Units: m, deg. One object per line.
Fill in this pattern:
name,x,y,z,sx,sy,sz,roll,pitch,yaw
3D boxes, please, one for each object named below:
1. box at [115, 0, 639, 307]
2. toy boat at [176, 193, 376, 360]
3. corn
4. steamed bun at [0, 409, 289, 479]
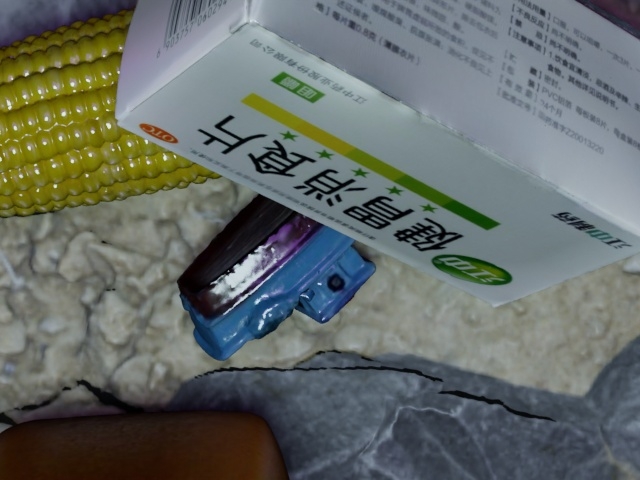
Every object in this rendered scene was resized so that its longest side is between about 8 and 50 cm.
box,0.059,-0.094,1.110,0.332,0.173,0.145,26,63,-25
toy boat,0.000,0.000,1.225,0.223,0.100,0.097,-45,118,-10
corn,-0.169,-0.086,1.203,0.346,0.130,0.130,-13,90,-3
steamed bun,-0.120,0.304,1.146,0.235,0.248,0.379,0,89,-2
